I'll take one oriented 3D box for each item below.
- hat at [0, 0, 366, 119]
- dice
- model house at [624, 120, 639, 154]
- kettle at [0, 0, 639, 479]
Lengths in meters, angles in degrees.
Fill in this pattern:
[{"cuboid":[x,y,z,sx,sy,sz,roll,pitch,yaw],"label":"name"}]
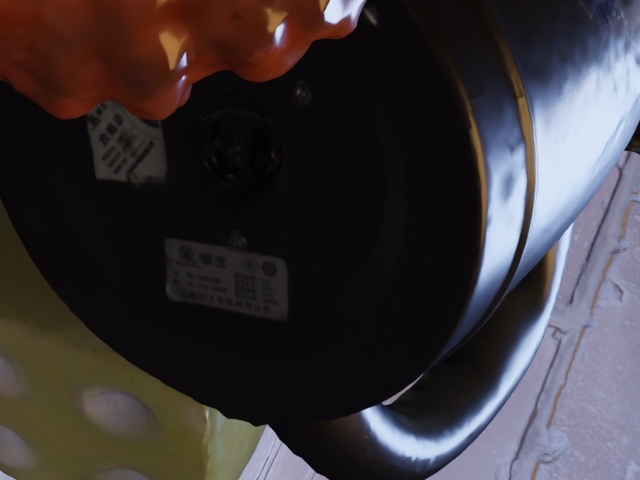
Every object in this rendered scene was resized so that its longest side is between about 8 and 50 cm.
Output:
[{"cuboid":[-0.045,-0.229,0.609,0.400,0.285,0.285,-75,178,-59],"label":"hat"},{"cuboid":[-0.099,0.028,0.999,0.169,0.166,0.169,95,17,-54],"label":"dice"},{"cuboid":[0.174,-0.223,1.483,0.339,0.360,0.297,-16,126,-76],"label":"model house"},{"cuboid":[0.046,-0.053,0.880,0.324,0.228,0.321,-39,124,-51],"label":"kettle"}]
